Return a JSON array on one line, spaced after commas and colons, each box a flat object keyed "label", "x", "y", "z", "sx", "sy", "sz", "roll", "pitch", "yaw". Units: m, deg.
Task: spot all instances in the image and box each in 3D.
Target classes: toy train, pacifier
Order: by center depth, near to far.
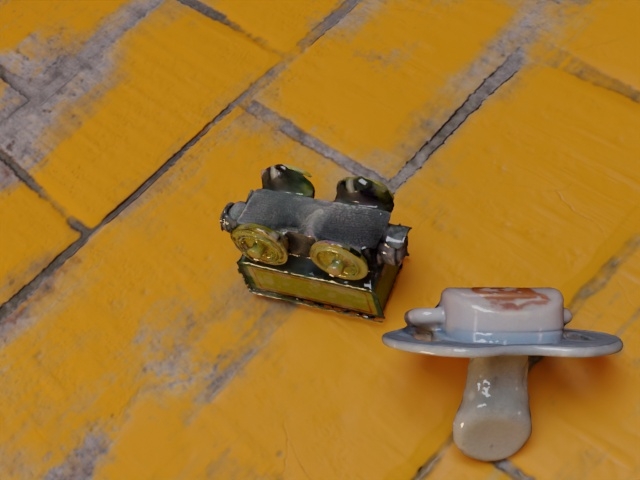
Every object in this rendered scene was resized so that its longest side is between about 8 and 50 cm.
[{"label": "pacifier", "x": 0.209, "y": 0.158, "z": 1.123, "sx": 0.279, "sy": 0.227, "sz": 0.207, "roll": 1, "pitch": 88, "yaw": -6}, {"label": "toy train", "x": 0.000, "y": 0.000, "z": 1.268, "sx": 0.261, "sy": 0.177, "sz": 0.134, "roll": 11, "pitch": 60, "yaw": 22}]
